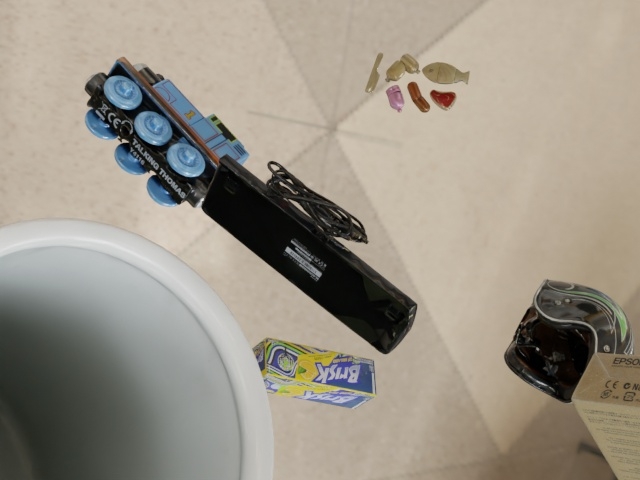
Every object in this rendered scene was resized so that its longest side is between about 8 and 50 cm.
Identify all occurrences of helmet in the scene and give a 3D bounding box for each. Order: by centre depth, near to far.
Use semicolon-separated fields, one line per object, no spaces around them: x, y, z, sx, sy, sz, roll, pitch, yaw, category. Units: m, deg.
0.352;0.142;1.873;0.169;0.161;0.169;-58;169;-18;helmet

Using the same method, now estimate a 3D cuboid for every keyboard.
0.000;0.000;1.037;0.038;0.192;0.100;-49;175;-36;keyboard

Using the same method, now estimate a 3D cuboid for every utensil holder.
-0.281;0.188;1.122;0.327;0.385;0.328;15;65;-35;utensil holder

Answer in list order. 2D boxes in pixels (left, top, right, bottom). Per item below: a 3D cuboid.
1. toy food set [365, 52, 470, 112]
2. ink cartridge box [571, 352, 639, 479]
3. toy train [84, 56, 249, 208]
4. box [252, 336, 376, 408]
0.123;-0.195;1.731;0.019;0.122;0.078;56;53;-75;toy food set
0.461;0.238;1.699;0.193;0.234;0.088;55;53;-33;ink cartridge box
-0.167;-0.114;1.437;0.105;0.184;0.080;-37;171;-48;toy train
-0.012;0.175;1.782;0.169;0.059;0.054;14;58;-28;box
